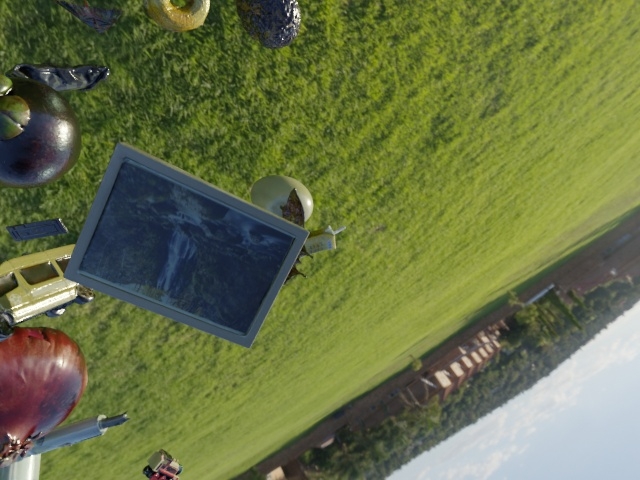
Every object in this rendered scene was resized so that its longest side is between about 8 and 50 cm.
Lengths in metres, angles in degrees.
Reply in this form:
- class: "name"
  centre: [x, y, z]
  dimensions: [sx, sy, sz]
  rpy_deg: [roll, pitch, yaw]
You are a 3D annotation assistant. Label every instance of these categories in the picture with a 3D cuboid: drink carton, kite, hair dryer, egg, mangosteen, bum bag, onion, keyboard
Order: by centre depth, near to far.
- class: "onion"
  centre: [-0.676, 0.353, 0.879]
  dimensions: [0.348, 0.285, 0.347]
  rpy_deg: [-22, 144, -17]
- class: "hair dryer"
  centre: [-0.651, 0.508, 1.046]
  dimensions: [0.357, 0.173, 0.107]
  rpy_deg: [-18, 151, 0]
- class: "mangosteen"
  centre: [-0.799, -0.280, 1.078]
  dimensions: [0.300, 0.300, 0.300]
  rpy_deg: [-27, 152, -15]
- class: "kite"
  centre: [-0.646, -0.644, 1.162]
  dimensions: [0.190, 0.010, 0.159]
  rpy_deg: [5, 164, -8]
- class: "keyboard"
  centre: [-0.965, -0.036, 1.405]
  dimensions: [0.204, 0.013, 0.061]
  rpy_deg: [-8, 123, 9]
- class: "drink carton"
  centre: [0.000, 0.000, 1.413]
  dimensions: [0.200, 0.074, 0.084]
  rpy_deg: [-16, 131, -7]
- class: "bum bag"
  centre: [-0.935, -0.584, 1.482]
  dimensions: [0.144, 0.095, 0.340]
  rpy_deg: [-17, -174, 45]
- class: "egg"
  centre: [-0.144, -0.147, 1.529]
  dimensions: [0.186, 0.242, 0.186]
  rpy_deg: [21, 90, -89]

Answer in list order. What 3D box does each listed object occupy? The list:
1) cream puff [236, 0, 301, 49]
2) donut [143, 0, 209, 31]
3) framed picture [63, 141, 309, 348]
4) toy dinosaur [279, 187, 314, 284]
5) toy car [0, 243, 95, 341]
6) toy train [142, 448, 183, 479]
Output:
- class: "cream puff"
  centre: [-0.180, -0.768, 1.400]
  dimensions: [0.165, 0.239, 0.239]
  rpy_deg: [-49, 154, -7]
- class: "donut"
  centre: [-0.381, -0.652, 1.110]
  dimensions: [0.178, 0.065, 0.162]
  rpy_deg: [-38, 124, -25]
- class: "framed picture"
  centre: [-0.211, 0.020, 0.668]
  dimensions: [0.324, 0.020, 0.240]
  rpy_deg: [27, 100, -15]
- class: "toy dinosaur"
  centre: [-0.113, 0.025, 1.094]
  dimensions: [0.327, 0.206, 0.113]
  rpy_deg: [-45, 158, 23]
- class: "toy car"
  centre: [-0.501, 0.088, 0.691]
  dimensions: [0.101, 0.124, 0.257]
  rpy_deg: [-24, -176, 17]
- class: "toy train"
  centre: [-0.473, 0.695, 1.252]
  dimensions: [0.087, 0.050, 0.138]
  rpy_deg: [-47, 137, -21]
